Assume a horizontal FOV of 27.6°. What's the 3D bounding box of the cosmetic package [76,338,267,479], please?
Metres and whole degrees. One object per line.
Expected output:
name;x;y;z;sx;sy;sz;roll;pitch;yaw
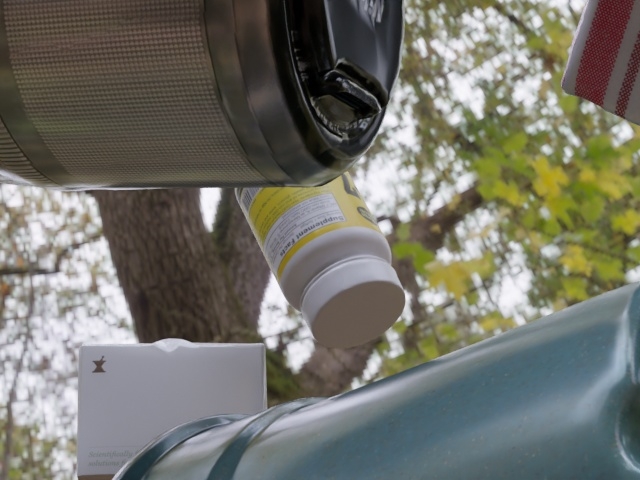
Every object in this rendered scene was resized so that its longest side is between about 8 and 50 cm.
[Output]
cosmetic package;-0.164;0.258;1.441;0.197;0.155;0.365;0;-31;-5

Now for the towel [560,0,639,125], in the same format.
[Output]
towel;0.215;-0.102;0.599;0.029;0.197;0.144;-14;-53;-53

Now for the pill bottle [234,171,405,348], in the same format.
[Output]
pill bottle;0.000;0.000;1.313;0.119;0.208;0.119;-17;-38;-14

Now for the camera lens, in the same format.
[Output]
camera lens;-0.100;-0.140;0.786;0.274;0.219;0.219;0;-40;22

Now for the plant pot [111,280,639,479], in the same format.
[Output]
plant pot;0.101;0.196;0.683;0.341;0.341;0.334;27;-44;-36
